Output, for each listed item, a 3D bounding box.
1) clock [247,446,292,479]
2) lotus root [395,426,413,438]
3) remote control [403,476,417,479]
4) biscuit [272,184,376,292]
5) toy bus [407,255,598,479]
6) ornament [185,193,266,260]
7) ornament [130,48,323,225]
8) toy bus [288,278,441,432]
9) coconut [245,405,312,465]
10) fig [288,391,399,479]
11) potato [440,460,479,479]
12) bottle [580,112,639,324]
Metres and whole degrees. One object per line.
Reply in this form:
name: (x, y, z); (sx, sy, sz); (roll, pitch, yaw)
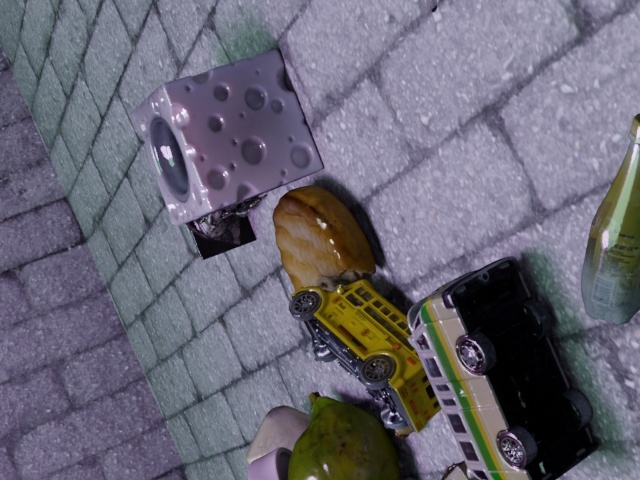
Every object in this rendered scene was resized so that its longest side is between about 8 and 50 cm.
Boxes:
clock: (-0.066, 0.514, 2.228); (0.197, 0.068, 0.197); (57, -167, -21)
lotus root: (0.152, 0.298, 2.020); (0.073, 0.062, 0.150); (39, 144, 35)
remote control: (0.229, 0.521, 2.082); (0.250, 0.034, 0.103); (12, 121, 62)
biscuit: (0.001, -0.001, 2.047); (0.213, 0.091, 0.274); (66, 158, -3)
toy bus: (0.246, 0.191, 1.599); (0.179, 0.143, 0.305); (-19, 96, 58)
ornament: (-0.176, -0.069, 2.329); (0.196, 0.166, 0.153); (-23, 90, 51)
ornament: (-0.179, -0.186, 2.085); (0.239, 0.240, 0.239); (-15, 97, 65)
toy bus: (0.087, 0.177, 1.931); (0.330, 0.152, 0.144); (39, 162, 45)
coconut: (-0.056, 0.465, 2.423); (0.222, 0.202, 0.202); (65, 156, -1)
fig: (0.031, 0.405, 2.184); (0.233, 0.233, 0.314); (112, 149, -57)
potato: (0.249, 0.408, 1.886); (0.061, 0.086, 0.122); (59, 149, 24)
bottle: (0.358, -0.025, 1.298); (0.083, 0.083, 0.269); (43, 141, 43)
